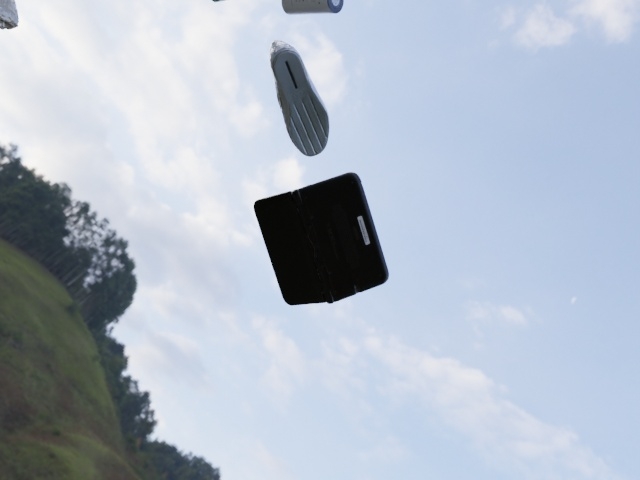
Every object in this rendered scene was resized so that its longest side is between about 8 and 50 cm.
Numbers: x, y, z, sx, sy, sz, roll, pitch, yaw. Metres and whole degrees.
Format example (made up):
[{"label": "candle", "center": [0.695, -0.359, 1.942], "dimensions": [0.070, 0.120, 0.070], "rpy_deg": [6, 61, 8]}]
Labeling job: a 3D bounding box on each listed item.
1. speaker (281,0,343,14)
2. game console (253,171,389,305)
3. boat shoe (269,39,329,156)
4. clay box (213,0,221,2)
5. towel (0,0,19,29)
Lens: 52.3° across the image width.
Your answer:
[{"label": "speaker", "center": [-0.019, -0.513, 1.398], "dimensions": [0.136, 0.055, 0.055], "rpy_deg": [14, -47, 39]}, {"label": "game console", "center": [0.000, 0.000, 0.689], "dimensions": [0.071, 0.107, 0.122], "rpy_deg": [-163, -125, -76]}, {"label": "boat shoe", "center": [-0.037, -0.265, 1.201], "dimensions": [0.083, 0.076, 0.226], "rpy_deg": [-16, -50, -2]}, {"label": "clay box", "center": [-0.242, -0.586, 1.426], "dimensions": [0.127, 0.053, 0.222], "rpy_deg": [8, -7, 39]}, {"label": "towel", "center": [-0.544, -0.398, 0.866], "dimensions": [0.049, 0.282, 0.187], "rpy_deg": [-23, -102, 26]}]
